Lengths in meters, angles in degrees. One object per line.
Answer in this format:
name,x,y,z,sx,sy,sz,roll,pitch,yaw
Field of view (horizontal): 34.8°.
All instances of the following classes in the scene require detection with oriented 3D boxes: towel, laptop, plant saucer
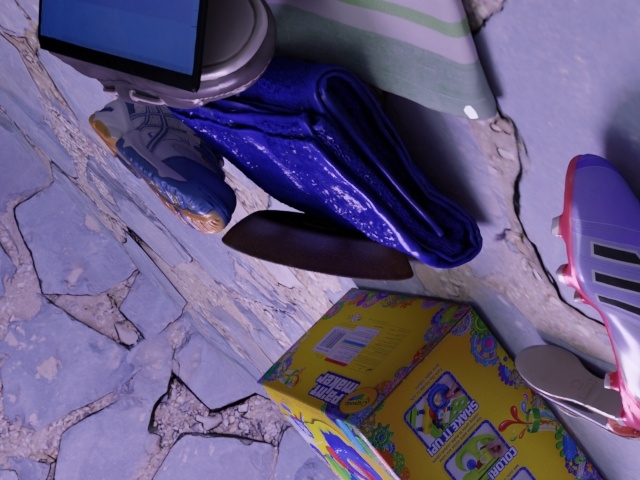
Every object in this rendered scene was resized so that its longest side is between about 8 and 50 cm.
towel,-0.015,-0.074,0.934,0.228,0.076,0.308,47,168,-30
laptop,-0.198,-0.257,0.737,0.234,0.137,0.264,21,163,42
towel,-0.016,-0.234,0.697,0.248,0.038,0.325,29,155,45
plant saucer,0.000,0.000,1.035,0.198,0.036,0.198,10,-172,-1

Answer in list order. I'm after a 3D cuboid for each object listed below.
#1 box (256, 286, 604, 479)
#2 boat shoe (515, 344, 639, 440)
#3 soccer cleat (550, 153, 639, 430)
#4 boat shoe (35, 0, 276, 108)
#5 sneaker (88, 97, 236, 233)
box,0.120,0.219,1.156,0.279,0.177,0.290,51,163,-15
boat shoe,0.233,0.136,0.914,0.137,0.049,0.043,24,154,43
soccer cleat,0.226,0.040,0.688,0.095,0.083,0.248,-4,128,31
boat shoe,-0.129,-0.169,0.887,0.335,0.112,0.095,19,165,47
sneaker,-0.153,-0.114,1.116,0.296,0.131,0.112,41,168,49
